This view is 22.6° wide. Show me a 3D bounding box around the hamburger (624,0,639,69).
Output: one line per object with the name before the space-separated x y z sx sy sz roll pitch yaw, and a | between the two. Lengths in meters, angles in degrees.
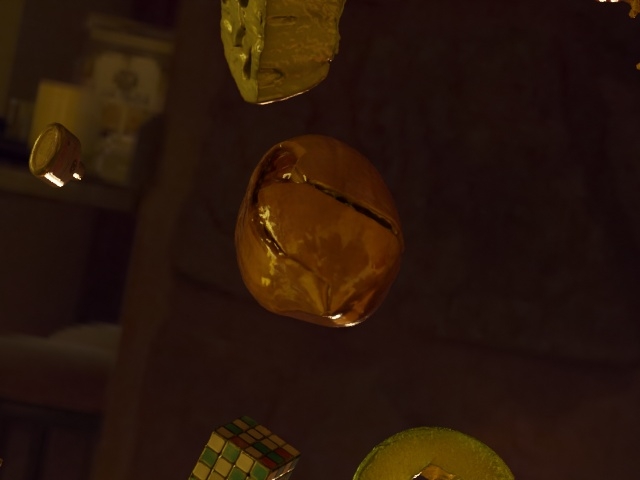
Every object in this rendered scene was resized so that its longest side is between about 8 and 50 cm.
hamburger | 0.330 -0.248 1.125 0.287 0.445 0.268 -22 34 0

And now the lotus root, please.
lotus root | -0.052 -0.303 2.090 0.119 0.235 0.138 -10 37 -33

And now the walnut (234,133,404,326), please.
walnut | 0.000 0.000 1.851 0.203 0.203 0.298 11 33 -16

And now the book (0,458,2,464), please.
book | -0.394 0.212 1.625 0.127 0.014 0.182 33 3 -2

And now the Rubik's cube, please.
Rubik's cube | -0.096 0.285 1.984 0.092 0.092 0.092 32 18 17

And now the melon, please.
melon | 0.150 0.309 2.137 0.209 0.118 0.064 18 -12 -5

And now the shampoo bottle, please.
shampoo bottle | -0.364 -0.113 2.243 0.040 0.080 0.165 21 -6 9
